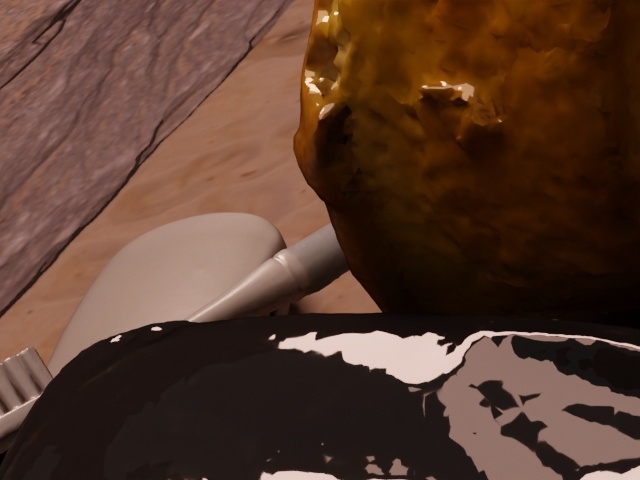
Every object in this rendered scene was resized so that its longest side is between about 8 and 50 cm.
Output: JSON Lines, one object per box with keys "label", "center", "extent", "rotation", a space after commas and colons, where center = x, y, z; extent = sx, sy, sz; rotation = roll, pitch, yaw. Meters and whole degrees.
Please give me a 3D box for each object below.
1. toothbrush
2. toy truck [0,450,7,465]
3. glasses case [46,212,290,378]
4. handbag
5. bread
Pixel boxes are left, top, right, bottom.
{"label": "toothbrush", "center": [0.001, 0.002, 0.645], "extent": [0.342, 0.030, 0.025], "rotation": [-27, -13, -30]}
{"label": "toy truck", "center": [-0.240, 0.083, 0.700], "extent": [0.127, 0.127, 0.257], "rotation": [-45, 30, -27]}
{"label": "glasses case", "center": [-0.069, 0.067, 0.642], "extent": [0.092, 0.059, 0.233], "rotation": [-11, 34, 18]}
{"label": "handbag", "center": [0.041, 0.103, 0.458], "extent": [0.332, 0.075, 0.191], "rotation": [-3, 48, 24]}
{"label": "bread", "center": [0.106, -0.086, 0.557], "extent": [0.146, 0.268, 0.268], "rotation": [7, 44, 40]}
